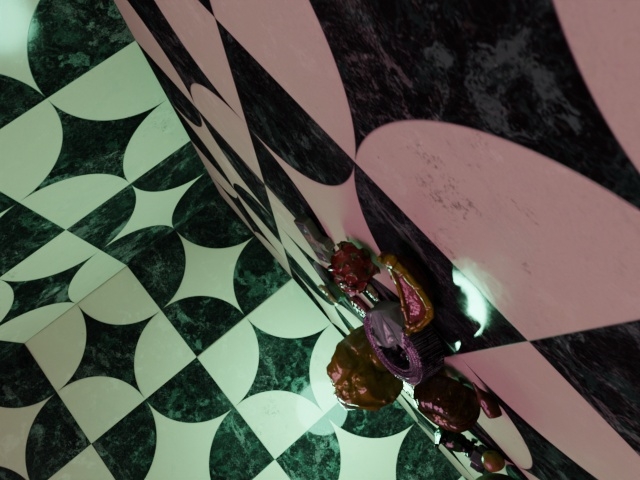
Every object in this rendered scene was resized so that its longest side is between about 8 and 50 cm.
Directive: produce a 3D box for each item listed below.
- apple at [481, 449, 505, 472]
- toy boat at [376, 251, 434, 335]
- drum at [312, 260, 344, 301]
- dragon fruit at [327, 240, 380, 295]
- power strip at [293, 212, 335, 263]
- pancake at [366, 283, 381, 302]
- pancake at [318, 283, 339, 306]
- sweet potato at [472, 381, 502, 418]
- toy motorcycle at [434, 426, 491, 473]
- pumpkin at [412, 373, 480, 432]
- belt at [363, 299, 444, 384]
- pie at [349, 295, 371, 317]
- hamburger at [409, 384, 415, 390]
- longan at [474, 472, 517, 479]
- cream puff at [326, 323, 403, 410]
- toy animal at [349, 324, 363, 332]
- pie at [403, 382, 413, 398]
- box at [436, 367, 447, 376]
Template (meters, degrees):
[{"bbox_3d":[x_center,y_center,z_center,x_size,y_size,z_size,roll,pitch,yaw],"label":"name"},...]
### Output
[{"bbox_3d":[0.674,0.859,1.854,0.084,0.084,0.071,132,115,-79],"label":"apple"},{"bbox_3d":[0.218,0.122,1.175,0.141,0.099,0.317,35,159,45],"label":"toy boat"},{"bbox_3d":[0.045,0.210,2.323,0.130,0.049,0.253,40,166,45],"label":"drum"},{"bbox_3d":[0.098,0.073,1.457,0.137,0.135,0.236,55,-170,-20],"label":"dragon fruit"},{"bbox_3d":[0.000,0.000,1.792,0.145,0.061,0.215,22,151,56],"label":"power strip"},{"bbox_3d":[0.191,0.197,1.738,0.116,0.023,0.129,45,169,39],"label":"pancake"},{"bbox_3d":[0.044,0.272,2.331,0.151,0.025,0.151,47,169,12],"label":"pancake"},{"bbox_3d":[0.480,0.464,1.387,0.117,0.049,0.049,56,171,10],"label":"sweet potato"},{"bbox_3d":[0.595,0.868,2.010,0.275,0.124,0.187,21,177,46],"label":"toy motorcycle"},{"bbox_3d":[0.425,0.525,1.558,0.219,0.162,0.218,24,146,18],"label":"pumpkin"},{"bbox_3d":[0.257,0.323,1.513,0.260,0.122,0.325,67,161,-7],"label":"belt"},{"bbox_3d":[0.186,0.302,2.092,0.153,0.038,0.153,45,168,12],"label":"pie"},{"bbox_3d":[0.413,0.583,1.951,0.164,0.093,0.189,41,167,41],"label":"hamburger"},{"bbox_3d":[0.728,1.061,1.890,0.258,0.258,0.258,48,169,12],"label":"longan"},{"bbox_3d":[0.211,0.538,1.957,0.276,0.378,0.378,30,160,32],"label":"cream puff"},{"bbox_3d":[0.234,0.489,2.258,0.156,0.156,0.229,41,169,42],"label":"toy animal"},{"bbox_3d":[0.492,0.745,2.218,0.339,0.077,0.339,46,166,15],"label":"pie"},{"bbox_3d":[0.328,0.402,1.731,0.274,0.076,0.174,40,164,44],"label":"box"}]
